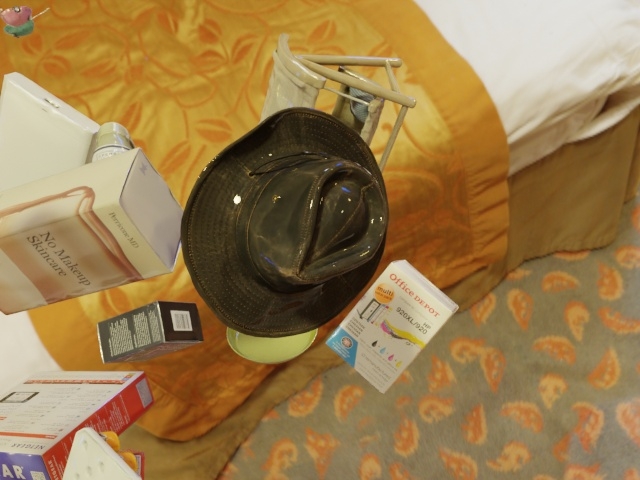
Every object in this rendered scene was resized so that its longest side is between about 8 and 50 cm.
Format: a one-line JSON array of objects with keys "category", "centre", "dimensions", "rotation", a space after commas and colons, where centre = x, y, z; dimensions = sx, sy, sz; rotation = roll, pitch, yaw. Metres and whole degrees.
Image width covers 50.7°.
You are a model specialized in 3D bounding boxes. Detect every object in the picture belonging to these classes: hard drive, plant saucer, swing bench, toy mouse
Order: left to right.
[{"category": "toy mouse", "centre": [-0.582, -0.414, 1.292], "dimensions": [0.143, 0.161, 0.031], "rotation": [-27, 99, -30]}, {"category": "hard drive", "centre": [-0.543, -0.138, 1.301], "dimensions": [0.203, 0.307, 0.040], "rotation": [33, 33, 6]}, {"category": "plant saucer", "centre": [-0.126, 0.245, 1.788], "dimensions": [0.241, 0.037, 0.241], "rotation": [-2, 38, 2]}, {"category": "swing bench", "centre": [0.012, -0.225, 1.297], "dimensions": [0.255, 0.253, 0.165], "rotation": [7, 41, -14]}]

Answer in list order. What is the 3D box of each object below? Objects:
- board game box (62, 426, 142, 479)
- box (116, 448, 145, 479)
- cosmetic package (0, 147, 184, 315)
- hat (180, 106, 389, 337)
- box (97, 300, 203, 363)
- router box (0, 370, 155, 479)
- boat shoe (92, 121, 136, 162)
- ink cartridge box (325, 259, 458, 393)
[{"category": "board game box", "centre": [-0.198, 0.465, 0.728], "dimensions": [0.390, 0.050, 0.389], "rotation": [25, 101, 39]}, {"category": "box", "centre": [-0.455, 0.582, 1.436], "dimensions": [0.128, 0.123, 0.256], "rotation": [6, 75, -29]}, {"category": "cosmetic package", "centre": [-0.367, -0.007, 0.990], "dimensions": [0.296, 0.153, 0.129], "rotation": [-16, 40, 16]}, {"category": "hat", "centre": [-0.005, -0.012, 0.888], "dimensions": [0.331, 0.331, 0.134], "rotation": [-52, 31, -15]}, {"category": "box", "centre": [-0.426, 0.231, 1.691], "dimensions": [0.207, 0.153, 0.108], "rotation": [-22, 74, 25]}, {"category": "router box", "centre": [-0.573, 0.380, 1.402], "dimensions": [0.336, 0.082, 0.301], "rotation": [-5, 17, 27]}, {"category": "boat shoe", "centre": [-0.343, -0.091, 1.204], "dimensions": [0.109, 0.302, 0.094], "rotation": [0, 63, -11]}, {"category": "ink cartridge box", "centre": [0.162, 0.182, 1.488], "dimensions": [0.171, 0.168, 0.232], "rotation": [40, 100, 12]}]
